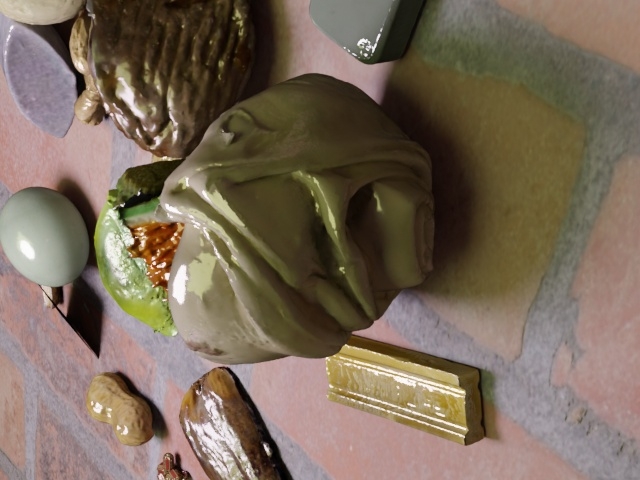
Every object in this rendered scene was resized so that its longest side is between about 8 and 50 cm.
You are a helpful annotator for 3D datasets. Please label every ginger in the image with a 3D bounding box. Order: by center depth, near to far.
[{"bbox_3d":[-0.353,-0.275,1.633,0.258,0.065,0.149,107,171,-68],"label":"ginger"}]

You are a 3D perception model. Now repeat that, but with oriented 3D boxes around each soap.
[{"bbox_3d":[0.098,0.184,1.315,0.252,0.037,0.092,10,110,48],"label":"soap"}]

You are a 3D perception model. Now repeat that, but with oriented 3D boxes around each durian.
[{"bbox_3d":[-0.298,0.035,1.675,0.139,0.101,0.250,6,108,48],"label":"durian"}]

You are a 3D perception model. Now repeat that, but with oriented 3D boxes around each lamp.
[{"bbox_3d":[-0.266,0.415,1.837,0.063,0.031,0.083,59,143,19],"label":"lamp"}]

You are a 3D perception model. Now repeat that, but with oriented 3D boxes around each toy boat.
[{"bbox_3d":[-0.474,-0.316,1.735,0.293,0.111,0.276,-116,10,-55],"label":"toy boat"}]

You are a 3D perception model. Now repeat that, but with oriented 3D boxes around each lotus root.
[{"bbox_3d":[-0.132,0.362,1.622,0.329,0.078,0.167,58,140,18],"label":"lotus root"},{"bbox_3d":[-0.522,0.091,2.018,0.037,0.030,0.083,10,113,41],"label":"lotus root"}]

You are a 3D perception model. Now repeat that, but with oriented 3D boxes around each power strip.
[{"bbox_3d":[0.052,-0.350,1.154,0.193,0.059,0.265,43,132,26],"label":"power strip"}]

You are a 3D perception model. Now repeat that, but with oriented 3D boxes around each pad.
[{"bbox_3d":[-0.477,0.140,1.926,0.127,0.004,0.190,45,165,30],"label":"pad"}]

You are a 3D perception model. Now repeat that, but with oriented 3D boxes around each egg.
[{"bbox_3d":[-0.491,-0.007,1.850,0.192,0.149,0.149,56,138,17],"label":"egg"}]

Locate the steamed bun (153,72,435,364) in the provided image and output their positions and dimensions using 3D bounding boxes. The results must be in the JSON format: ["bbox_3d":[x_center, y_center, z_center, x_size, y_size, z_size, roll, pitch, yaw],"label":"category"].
[{"bbox_3d":[-0.001,-0.009,1.144,0.219,0.324,0.309,20,127,40],"label":"steamed bun"}]

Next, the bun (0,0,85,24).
[{"bbox_3d":[-0.428,-0.488,1.470,0.352,0.227,0.349,-120,40,-59],"label":"bun"}]

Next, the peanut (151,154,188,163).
[{"bbox_3d":[-0.227,-0.091,1.569,0.080,0.080,0.174,50,138,25],"label":"peanut"}]

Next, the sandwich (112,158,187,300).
[{"bbox_3d":[-0.137,0.018,1.451,0.162,0.250,0.301,-88,-8,-63],"label":"sandwich"}]

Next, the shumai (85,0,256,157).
[{"bbox_3d":[-0.203,-0.270,1.446,0.283,0.217,0.346,123,143,-81],"label":"shumai"}]

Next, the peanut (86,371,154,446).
[{"bbox_3d":[-0.362,0.304,1.863,0.193,0.089,0.089,30,125,40],"label":"peanut"}]
